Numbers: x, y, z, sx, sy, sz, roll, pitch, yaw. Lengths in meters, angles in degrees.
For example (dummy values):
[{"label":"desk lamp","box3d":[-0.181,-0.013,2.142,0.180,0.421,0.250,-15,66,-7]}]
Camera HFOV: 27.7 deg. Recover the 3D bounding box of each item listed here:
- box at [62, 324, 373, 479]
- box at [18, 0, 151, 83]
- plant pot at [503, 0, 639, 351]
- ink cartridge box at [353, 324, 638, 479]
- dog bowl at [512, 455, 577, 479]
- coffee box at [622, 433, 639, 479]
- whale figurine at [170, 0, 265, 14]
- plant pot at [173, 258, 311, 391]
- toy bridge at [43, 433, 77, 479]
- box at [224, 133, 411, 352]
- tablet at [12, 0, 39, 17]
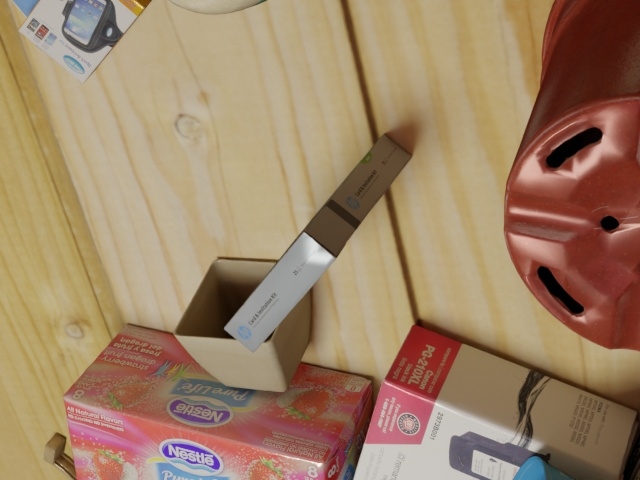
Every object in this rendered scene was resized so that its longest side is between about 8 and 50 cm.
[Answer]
[{"label":"box","box3d":[-0.104,0.213,1.376,0.300,0.142,0.154,11,124,19]},{"label":"box","box3d":[-0.226,-0.210,1.226,0.081,0.028,0.136,39,128,-11]},{"label":"plant pot","box3d":[0.260,-0.068,0.934,0.272,0.265,0.272,13,125,19]},{"label":"ink cartridge box","box3d":[0.167,0.212,1.270,0.237,0.100,0.172,21,129,11]},{"label":"dog bowl","box3d":[0.183,0.329,1.181,0.074,0.166,0.297,18,129,-3]},{"label":"coffee box","box3d":[0.317,0.260,1.104,0.119,0.297,0.168,18,126,10]},{"label":"whale figurine","box3d":[-0.104,-0.304,1.063,0.272,0.141,0.216,39,135,30]},{"label":"plant pot","box3d":[-0.066,0.093,1.310,0.109,0.109,0.096,2,134,25]},{"label":"toy bridge","box3d":[-0.253,0.303,1.584,0.188,0.026,0.063,25,131,9]},{"label":"box","box3d":[0.000,0.000,1.156,0.038,0.186,0.145,40,130,0]},{"label":"tablet","box3d":[-0.269,-0.249,1.239,0.083,0.006,0.054,-33,103,37]}]
